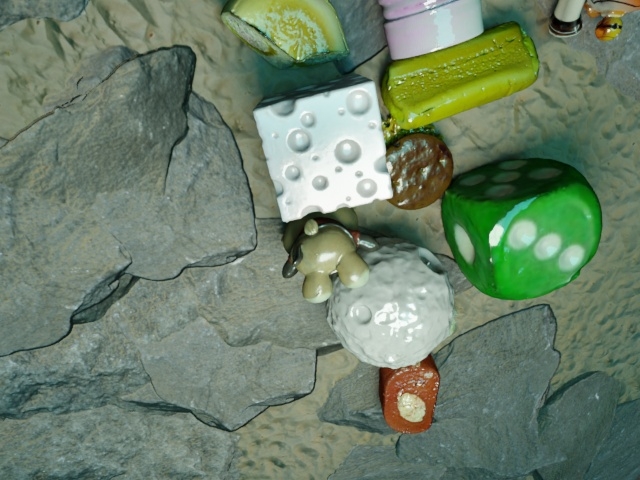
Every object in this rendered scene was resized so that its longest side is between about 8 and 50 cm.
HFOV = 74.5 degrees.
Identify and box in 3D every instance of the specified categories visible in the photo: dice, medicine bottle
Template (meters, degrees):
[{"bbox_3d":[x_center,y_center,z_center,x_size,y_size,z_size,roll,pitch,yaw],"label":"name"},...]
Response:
[{"bbox_3d":[0.514,-0.038,1.119,0.300,0.287,0.297,-21,116,-3],"label":"dice"},{"bbox_3d":[0.207,-0.568,0.862,0.212,0.212,0.326,-20,117,-4],"label":"medicine bottle"}]

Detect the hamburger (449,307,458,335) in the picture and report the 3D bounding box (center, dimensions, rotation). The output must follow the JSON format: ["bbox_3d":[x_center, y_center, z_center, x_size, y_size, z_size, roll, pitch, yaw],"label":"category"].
[{"bbox_3d":[0.350,0.239,1.285,0.140,0.133,0.063,-30,124,-51],"label":"hamburger"}]

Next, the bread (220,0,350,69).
[{"bbox_3d":[-0.061,-0.455,0.889,0.260,0.158,0.156,30,93,-22],"label":"bread"}]

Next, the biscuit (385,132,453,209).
[{"bbox_3d":[0.246,-0.172,1.082,0.212,0.036,0.212,-5,116,-11],"label":"biscuit"}]

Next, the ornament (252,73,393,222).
[{"bbox_3d":[0.007,-0.213,0.932,0.239,0.239,0.240,-13,114,3],"label":"ornament"}]

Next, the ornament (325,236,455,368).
[{"bbox_3d":[0.182,0.150,1.092,0.336,0.337,0.337,-5,114,-11],"label":"ornament"}]

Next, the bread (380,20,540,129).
[{"bbox_3d":[0.330,-0.389,1.015,0.383,0.112,0.166,-21,89,-4],"label":"bread"}]

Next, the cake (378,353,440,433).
[{"bbox_3d":[0.280,0.481,1.371,0.176,0.151,0.283,3,113,-2],"label":"cake"}]

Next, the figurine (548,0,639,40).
[{"bbox_3d":[0.689,-0.632,0.953,0.323,0.196,0.320,-15,110,5],"label":"figurine"}]

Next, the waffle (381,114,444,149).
[{"bbox_3d":[0.216,-0.215,1.106,0.231,0.051,0.229,31,106,-22],"label":"waffle"}]

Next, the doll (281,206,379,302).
[{"bbox_3d":[0.000,0.000,0.993,0.235,0.330,0.174,-28,112,7],"label":"doll"}]
